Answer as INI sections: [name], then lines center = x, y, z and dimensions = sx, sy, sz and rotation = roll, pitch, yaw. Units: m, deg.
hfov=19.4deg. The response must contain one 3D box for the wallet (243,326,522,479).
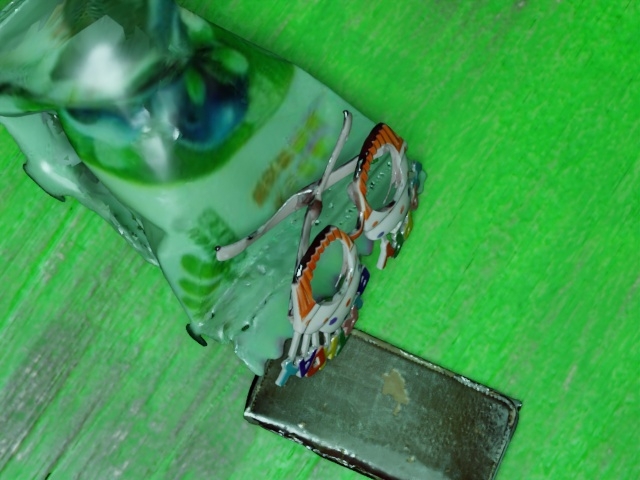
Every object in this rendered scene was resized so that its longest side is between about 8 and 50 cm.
[wallet]
center = 0.054, 0.152, 1.666
dimensions = 0.232, 0.031, 0.122
rotation = 24, 75, -1

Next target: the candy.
[candy]
center = -0.117, -0.093, 1.639
dimensions = 0.398, 0.172, 0.263
rotation = 42, 82, -7

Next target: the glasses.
[glasses]
center = 0.007, 0.005, 1.623
dimensions = 0.095, 0.162, 0.255
rotation = 18, 65, 33
